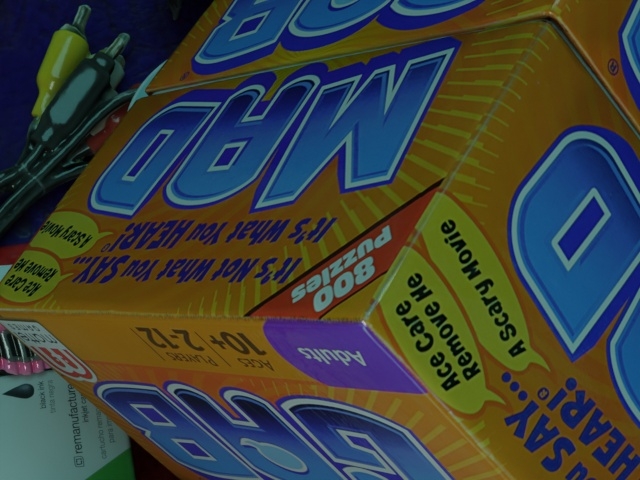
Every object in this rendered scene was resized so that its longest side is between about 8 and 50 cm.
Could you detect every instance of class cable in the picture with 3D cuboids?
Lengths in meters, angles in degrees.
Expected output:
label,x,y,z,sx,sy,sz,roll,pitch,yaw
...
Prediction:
label,x,y,z,sx,sy,sz,roll,pitch,yaw
cable,-0.225,-0.062,1.141,0.139,0.072,0.287,37,72,-4

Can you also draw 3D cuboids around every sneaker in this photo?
label,x,y,z,sx,sy,sz,roll,pitch,yaw
sneaker,-0.236,0.071,0.966,0.119,0.057,0.047,-4,99,-8

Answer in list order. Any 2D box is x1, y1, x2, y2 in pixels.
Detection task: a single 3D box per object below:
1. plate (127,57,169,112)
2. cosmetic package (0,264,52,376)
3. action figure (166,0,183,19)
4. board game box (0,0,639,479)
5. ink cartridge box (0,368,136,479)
label,x,y,z,sx,sy,sz,roll,pitch,yaw
plate,-0.065,-0.098,1.109,0.188,0.024,0.188,-6,51,7
cosmetic package,-0.193,0.068,1.041,0.239,0.060,0.099,-5,58,-11
action figure,-0.043,-0.267,1.219,0.141,0.164,0.275,40,56,23
board game box,0.099,0.015,0.834,0.356,0.356,0.356,47,62,-28
ink cartridge box,-0.233,0.179,0.949,0.208,0.087,0.153,-7,58,-11
